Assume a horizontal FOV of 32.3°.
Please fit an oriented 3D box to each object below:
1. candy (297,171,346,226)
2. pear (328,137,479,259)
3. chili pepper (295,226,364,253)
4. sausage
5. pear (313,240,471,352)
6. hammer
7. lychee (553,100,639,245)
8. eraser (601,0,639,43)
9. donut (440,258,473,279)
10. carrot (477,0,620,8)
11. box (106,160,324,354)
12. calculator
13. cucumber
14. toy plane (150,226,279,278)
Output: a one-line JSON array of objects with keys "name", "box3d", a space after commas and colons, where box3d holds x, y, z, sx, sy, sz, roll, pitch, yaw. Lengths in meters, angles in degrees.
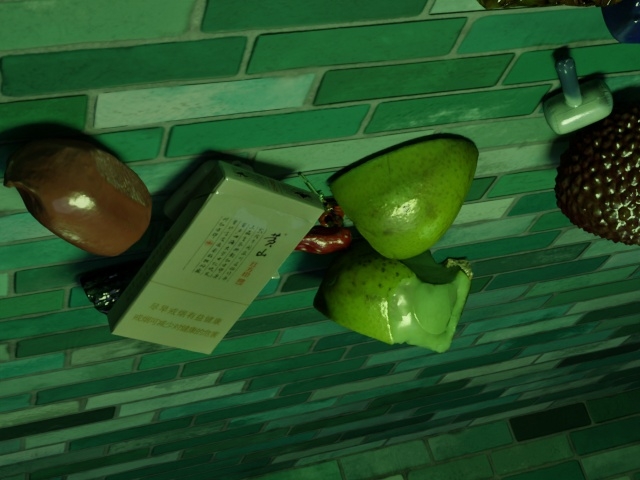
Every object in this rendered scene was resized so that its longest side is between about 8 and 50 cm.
[{"name": "candy", "box3d": [-0.003, -0.074, 1.930, 0.055, 0.049, 0.184, -29, 147, 7]}, {"name": "pear", "box3d": [0.189, -0.076, 1.956, 0.239, 0.139, 0.288, -37, 153, 18]}, {"name": "chili pepper", "box3d": [0.000, 0.000, 2.068, 0.191, 0.050, 0.059, -4, 170, -13]}, {"name": "sausage", "box3d": [-0.336, -0.061, 1.583, 0.148, 0.148, 0.254, -23, 155, 12]}, {"name": "pear", "box3d": [0.114, 0.085, 2.135, 0.282, 0.286, 0.176, 11, 100, -40]}, {"name": "hammer", "box3d": [0.414, -0.249, 1.812, 0.116, 0.069, 0.194, -22, 151, 11]}, {"name": "lychee", "box3d": [0.550, -0.127, 1.981, 0.271, 0.271, 0.271, -15, 156, -7]}, {"name": "eraser", "box3d": [0.578, -0.361, 1.640, 0.332, 0.101, 0.155, -4, 154, -27]}, {"name": "donut", "box3d": [0.242, 0.084, 2.404, 0.166, 0.065, 0.108, 1, 150, -36]}, {"name": "carrot", "box3d": [0.320, -0.351, 1.521, 0.229, 0.069, 0.069, -7, 154, -21]}, {"name": "box", "box3d": [-0.175, 0.039, 1.820, 0.205, 0.051, 0.365, 18, 125, -36]}, {"name": "calculator", "box3d": [-0.180, -0.080, 1.787, 0.100, 0.032, 0.175, 5, 147, -41]}, {"name": "cucumber", "box3d": [-0.327, 0.090, 2.003, 0.193, 0.085, 0.115, -19, 155, -14]}, {"name": "toy plane", "box3d": [-0.180, 0.019, 1.922, 0.255, 0.101, 0.251, 3, 149, -33]}]
